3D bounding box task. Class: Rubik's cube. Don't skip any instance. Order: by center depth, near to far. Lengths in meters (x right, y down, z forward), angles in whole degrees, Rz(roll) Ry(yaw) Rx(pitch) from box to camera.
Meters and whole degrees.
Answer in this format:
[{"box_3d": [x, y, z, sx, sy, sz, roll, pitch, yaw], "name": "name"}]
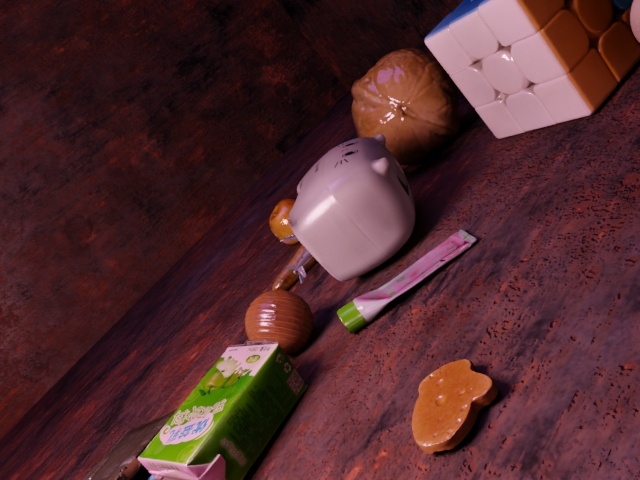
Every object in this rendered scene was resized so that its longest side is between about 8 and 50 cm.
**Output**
[{"box_3d": [0.452, -0.425, 1.323, 0.291, 0.291, 0.290, -45, 15, -19], "name": "Rubik's cube"}]

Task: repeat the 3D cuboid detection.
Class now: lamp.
[{"box_3d": [-0.082, 0.163, 1.278, 0.136, 0.136, 0.136, -38, 15, 12], "name": "lamp"}]

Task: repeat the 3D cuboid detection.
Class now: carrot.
[{"box_3d": [-0.041, 0.043, 1.657, 0.298, 0.078, 0.078, -48, 16, -12], "name": "carrot"}]

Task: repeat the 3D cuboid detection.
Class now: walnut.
[{"box_3d": [0.224, -0.351, 1.710, 0.333, 0.333, 0.333, -38, 15, 12], "name": "walnut"}]

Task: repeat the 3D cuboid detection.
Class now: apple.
[{"box_3d": [-0.089, -0.063, 1.953, 0.146, 0.146, 0.146, -38, 15, 12], "name": "apple"}]

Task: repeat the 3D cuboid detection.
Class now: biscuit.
[{"box_3d": [0.163, 0.197, 0.784, 0.118, 0.023, 0.140, -30, 17, 34], "name": "biscuit"}]

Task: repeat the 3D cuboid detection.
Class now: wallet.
[{"box_3d": [-0.398, 0.451, 1.293, 0.169, 0.044, 0.317, -30, 7, 19], "name": "wallet"}]

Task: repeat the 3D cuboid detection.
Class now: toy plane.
[{"box_3d": [-0.003, -0.001, 1.595, 0.226, 0.058, 0.226, 20, 74, 44], "name": "toy plane"}]

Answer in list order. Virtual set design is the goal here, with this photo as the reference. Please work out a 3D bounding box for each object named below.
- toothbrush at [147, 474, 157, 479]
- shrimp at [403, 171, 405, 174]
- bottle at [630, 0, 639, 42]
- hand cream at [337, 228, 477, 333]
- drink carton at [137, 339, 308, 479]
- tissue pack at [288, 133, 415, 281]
[{"box_3d": [-0.294, 0.439, 1.232, 0.386, 0.040, 0.040, -32, 17, 18], "name": "toothbrush"}, {"box_3d": [0.148, -0.125, 1.723, 0.187, 0.052, 0.132, -45, 33, 8], "name": "shrimp"}, {"box_3d": [0.614, -0.354, 1.027, 0.147, 0.147, 0.236, -37, 23, 15], "name": "bottle"}, {"box_3d": [0.153, 0.068, 1.157, 0.275, 0.050, 0.079, -35, 40, 2], "name": "hand cream"}, {"box_3d": [-0.151, 0.299, 1.085, 0.161, 0.108, 0.271, -14, 28, 46], "name": "drink carton"}, {"box_3d": [0.083, -0.085, 1.385, 0.236, 0.229, 0.333, -37, 16, 17], "name": "tissue pack"}]
